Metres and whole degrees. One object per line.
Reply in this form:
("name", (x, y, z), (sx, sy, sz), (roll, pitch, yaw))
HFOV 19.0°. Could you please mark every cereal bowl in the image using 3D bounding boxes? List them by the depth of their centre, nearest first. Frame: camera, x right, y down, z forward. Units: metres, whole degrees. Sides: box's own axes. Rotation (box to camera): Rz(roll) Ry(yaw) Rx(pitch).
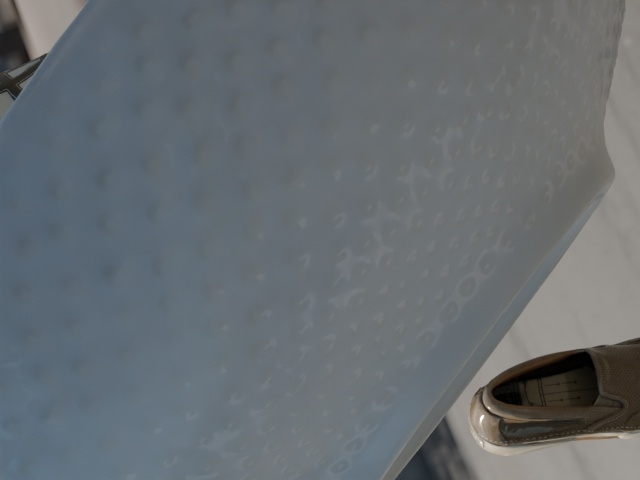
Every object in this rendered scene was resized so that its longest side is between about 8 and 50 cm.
("cereal bowl", (0.000, 0.000, 0.673), (0.141, 0.339, 0.339), (37, 166, 7))

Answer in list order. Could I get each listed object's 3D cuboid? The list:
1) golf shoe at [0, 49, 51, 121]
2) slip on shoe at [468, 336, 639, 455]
("golf shoe", (-0.126, -0.059, 0.922), (0.094, 0.198, 0.077), (-21, 107, 39))
("slip on shoe", (0.141, 0.073, 0.972), (0.041, 0.135, 0.051), (92, 166, -56))
